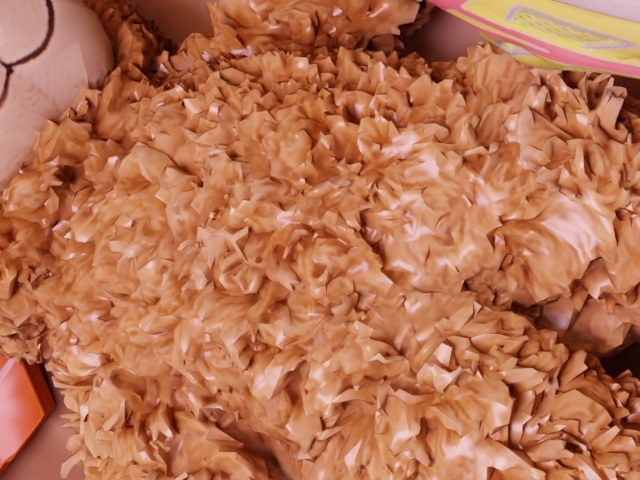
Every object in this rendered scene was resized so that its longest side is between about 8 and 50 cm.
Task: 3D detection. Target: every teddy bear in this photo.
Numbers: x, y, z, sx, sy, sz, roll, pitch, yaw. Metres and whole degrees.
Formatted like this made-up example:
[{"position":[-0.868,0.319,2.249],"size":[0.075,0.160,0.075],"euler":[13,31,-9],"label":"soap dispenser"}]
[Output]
[{"position":[0.000,0.000,0.545],"size":[0.338,0.113,0.245],"euler":[37,94,20],"label":"teddy bear"}]

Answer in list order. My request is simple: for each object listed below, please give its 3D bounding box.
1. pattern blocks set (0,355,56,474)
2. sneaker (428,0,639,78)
[{"position":[-0.236,0.046,0.685],"size":[0.285,0.026,0.325],"euler":[16,97,5],"label":"pattern blocks set"},{"position":[0.041,-0.084,0.487],"size":[0.208,0.094,0.081],"euler":[34,82,39],"label":"sneaker"}]
